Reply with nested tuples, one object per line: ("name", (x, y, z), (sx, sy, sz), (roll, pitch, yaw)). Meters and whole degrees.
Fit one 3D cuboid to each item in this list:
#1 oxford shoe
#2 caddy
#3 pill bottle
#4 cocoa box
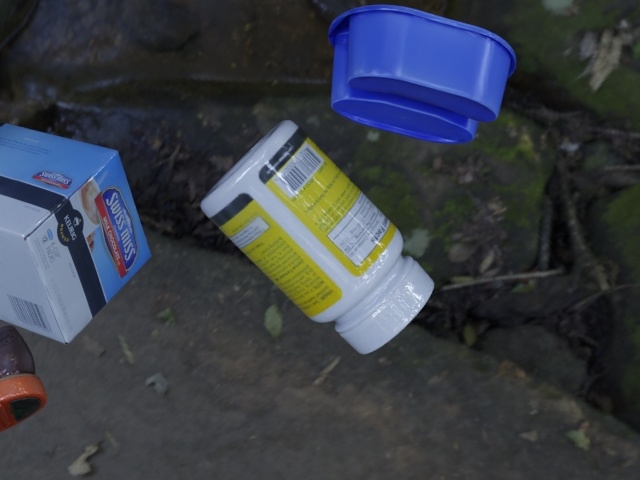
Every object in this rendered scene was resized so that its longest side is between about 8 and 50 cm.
("oxford shoe", (-0.418, 0.171, 1.102), (0.271, 0.097, 0.098), (-20, 65, -8))
("caddy", (0.175, -0.307, 1.922), (0.341, 0.241, 0.179), (14, 73, -11))
("pill bottle", (0.000, 0.000, 1.009), (0.208, 0.119, 0.119), (46, 64, -8))
("cocoa box", (-0.491, -0.029, 1.745), (0.347, 0.231, 0.228), (15, 45, 27))
